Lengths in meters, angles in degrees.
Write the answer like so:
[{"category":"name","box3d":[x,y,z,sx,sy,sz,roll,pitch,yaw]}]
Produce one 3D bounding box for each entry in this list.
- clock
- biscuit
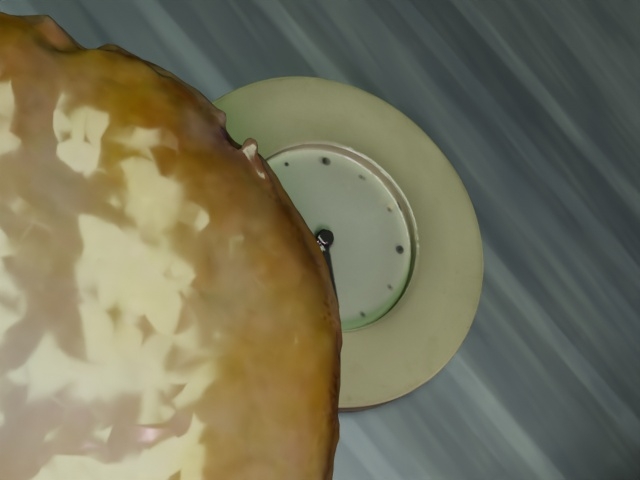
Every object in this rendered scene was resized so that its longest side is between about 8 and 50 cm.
[{"category":"clock","box3d":[0.000,0.000,0.809,0.235,0.029,0.235,8,68,-20]},{"category":"biscuit","box3d":[-0.190,0.087,0.638,0.429,0.104,0.446,16,71,-19]}]
